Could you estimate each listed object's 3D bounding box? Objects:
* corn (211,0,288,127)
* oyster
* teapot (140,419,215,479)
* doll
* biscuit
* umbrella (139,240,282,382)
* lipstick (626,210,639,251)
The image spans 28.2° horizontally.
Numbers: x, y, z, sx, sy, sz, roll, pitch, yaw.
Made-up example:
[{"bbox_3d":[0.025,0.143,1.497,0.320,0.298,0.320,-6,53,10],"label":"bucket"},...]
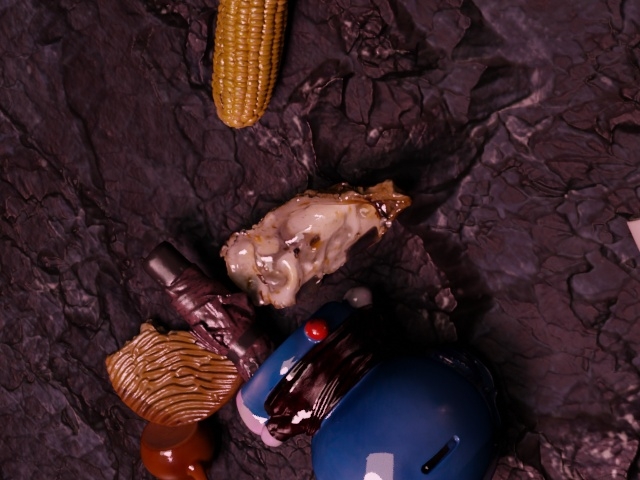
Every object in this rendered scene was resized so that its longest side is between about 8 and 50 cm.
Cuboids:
[{"bbox_3d":[-0.089,-0.281,1.606,0.101,0.101,0.292,23,118,24],"label":"corn"},{"bbox_3d":[-0.002,-0.002,1.654,0.345,0.078,0.129,-29,90,42],"label":"oyster"},{"bbox_3d":[-0.205,0.310,1.867,0.173,0.116,0.116,35,124,49],"label":"teapot"},{"bbox_3d":[0.073,0.227,1.583,0.310,0.284,0.240,45,165,7],"label":"doll"},{"bbox_3d":[-0.204,0.180,1.836,0.228,0.031,0.176,-29,70,20],"label":"biscuit"},{"bbox_3d":[-0.119,0.127,1.741,0.326,0.090,0.094,44,162,3],"label":"umbrella"},{"bbox_3d":[0.444,0.109,1.407,0.087,0.087,0.327,-24,92,35],"label":"lipstick"}]
